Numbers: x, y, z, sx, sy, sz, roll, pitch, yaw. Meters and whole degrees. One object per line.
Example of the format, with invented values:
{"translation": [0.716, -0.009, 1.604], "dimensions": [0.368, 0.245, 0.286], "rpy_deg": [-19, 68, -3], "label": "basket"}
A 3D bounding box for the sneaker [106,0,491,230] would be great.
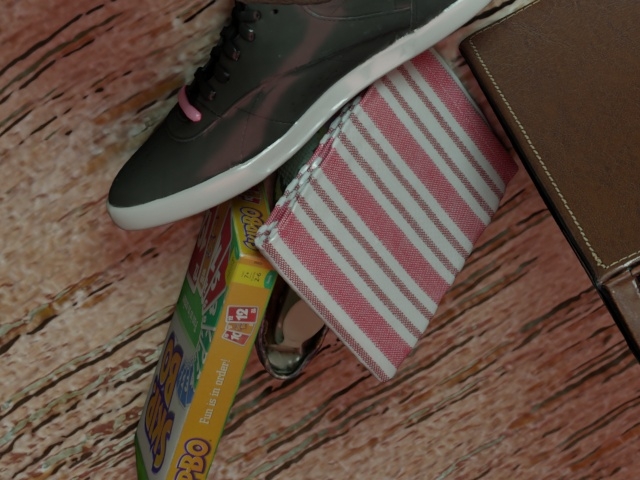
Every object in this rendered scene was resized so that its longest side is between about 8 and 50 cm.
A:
{"translation": [-0.041, -0.137, 1.008], "dimensions": [0.295, 0.104, 0.147], "rpy_deg": [-37, 119, 5], "label": "sneaker"}

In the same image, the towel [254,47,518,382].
{"translation": [0.046, -0.025, 1.065], "dimensions": [0.144, 0.029, 0.197], "rpy_deg": [49, 61, -31], "label": "towel"}

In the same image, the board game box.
{"translation": [-0.083, 0.089, 1.117], "dimensions": [0.039, 0.124, 0.259], "rpy_deg": [9, 118, -14], "label": "board game box"}

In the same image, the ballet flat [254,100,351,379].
{"translation": [0.000, 0.000, 1.107], "dimensions": [0.076, 0.079, 0.222], "rpy_deg": [8, 119, -14], "label": "ballet flat"}

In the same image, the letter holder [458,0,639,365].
{"translation": [0.242, -0.054, 0.991], "dimensions": [0.214, 0.302, 0.152], "rpy_deg": [-30, 122, 7], "label": "letter holder"}

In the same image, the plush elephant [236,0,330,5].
{"translation": [-0.101, -0.242, 0.835], "dimensions": [0.271, 0.255, 0.330], "rpy_deg": [4, 120, -14], "label": "plush elephant"}
